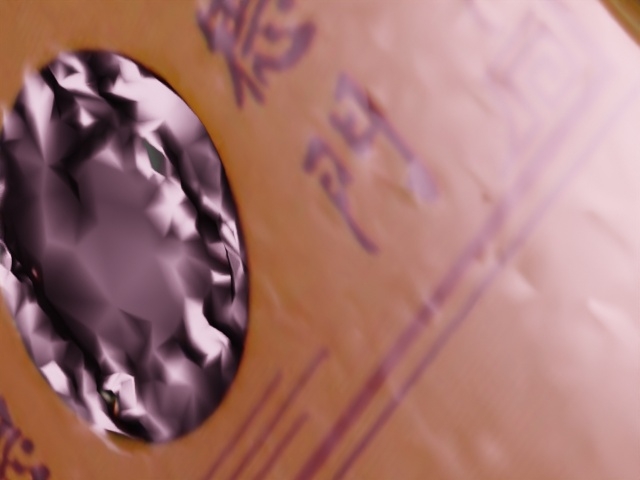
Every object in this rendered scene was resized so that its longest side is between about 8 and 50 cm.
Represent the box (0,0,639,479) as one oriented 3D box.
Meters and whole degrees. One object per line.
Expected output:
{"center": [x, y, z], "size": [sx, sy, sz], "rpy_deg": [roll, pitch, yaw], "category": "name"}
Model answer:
{"center": [0.000, 0.000, 0.431], "size": [0.415, 0.116, 0.264], "rpy_deg": [53, 134, 21], "category": "box"}
